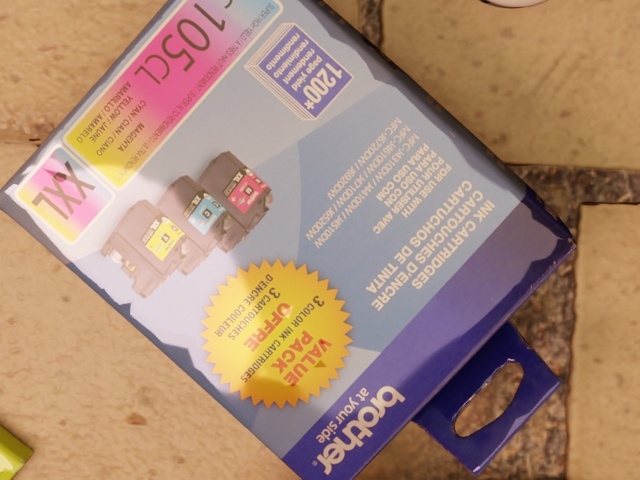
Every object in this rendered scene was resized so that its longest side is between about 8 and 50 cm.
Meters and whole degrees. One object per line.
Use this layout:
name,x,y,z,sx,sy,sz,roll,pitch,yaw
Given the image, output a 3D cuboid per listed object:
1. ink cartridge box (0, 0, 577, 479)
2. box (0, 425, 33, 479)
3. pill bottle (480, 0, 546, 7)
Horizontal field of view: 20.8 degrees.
ink cartridge box,0.000,0.000,1.299,0.395,0.151,0.270,42,97,-4
box,-0.332,0.157,1.387,0.178,0.042,0.109,40,97,-2
pill bottle,0.140,-0.213,1.251,0.094,0.169,0.094,0,97,3
